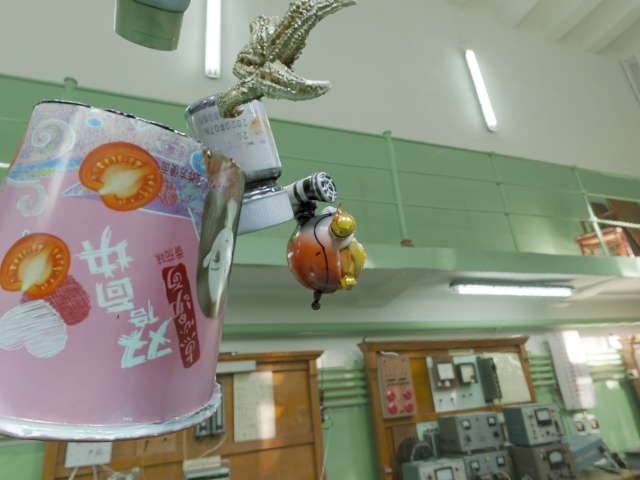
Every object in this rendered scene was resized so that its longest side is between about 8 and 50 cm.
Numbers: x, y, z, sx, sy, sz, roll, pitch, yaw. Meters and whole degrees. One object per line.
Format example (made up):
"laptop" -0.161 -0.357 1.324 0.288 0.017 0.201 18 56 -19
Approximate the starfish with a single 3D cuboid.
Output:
"starfish" -0.058 -0.225 0.512 0.071 0.238 0.216 16 -59 -41

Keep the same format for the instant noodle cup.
"instant noodle cup" -0.185 0.022 0.380 0.243 0.230 0.243 13 -6 1

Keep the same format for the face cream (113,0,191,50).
"face cream" -0.163 -0.317 0.411 0.114 0.070 0.224 2 -49 -31

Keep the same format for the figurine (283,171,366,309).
"figurine" -0.005 0.000 1.060 0.196 0.322 0.320 -25 4 -15

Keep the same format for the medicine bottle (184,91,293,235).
"medicine bottle" -0.164 -0.154 0.853 0.165 0.273 0.165 -17 7 2
